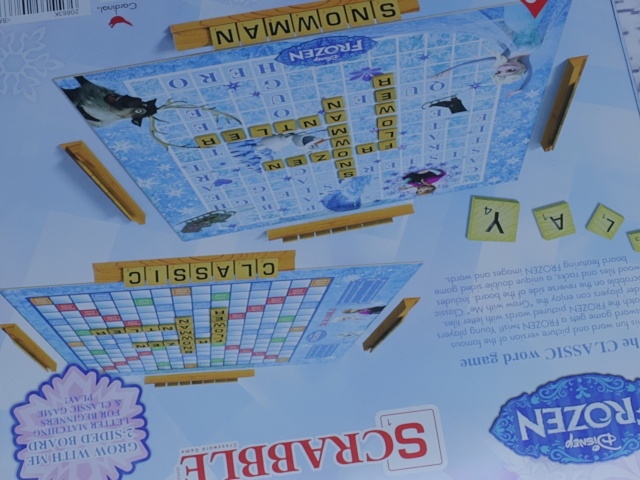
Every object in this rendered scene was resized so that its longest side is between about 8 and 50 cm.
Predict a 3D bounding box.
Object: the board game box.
[{"bbox_3d":[-0.002,-0.002,0.842,0.319,0.066,0.318,-7,63,-3],"label":"board game box"}]
